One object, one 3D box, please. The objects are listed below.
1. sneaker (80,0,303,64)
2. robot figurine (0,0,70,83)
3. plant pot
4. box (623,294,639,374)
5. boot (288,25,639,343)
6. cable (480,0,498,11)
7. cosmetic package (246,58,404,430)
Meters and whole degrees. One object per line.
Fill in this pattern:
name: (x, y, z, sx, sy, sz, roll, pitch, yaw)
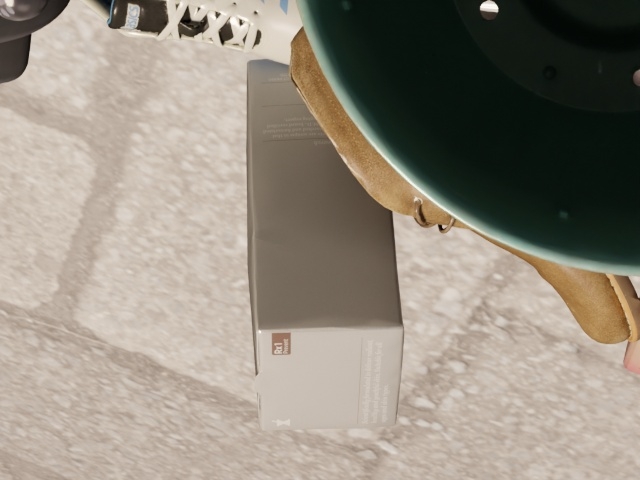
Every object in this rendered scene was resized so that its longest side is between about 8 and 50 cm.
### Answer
sneaker: (-0.090, -0.160, 1.279, 0.237, 0.086, 0.085, 20, 145, 0)
robot figurine: (-0.222, -0.227, 1.139, 0.209, 0.173, 0.278, 20, 125, 13)
plant pot: (0.140, -0.140, 0.848, 0.293, 0.293, 0.235, 20, -174, 3)
box: (0.302, 0.002, 1.247, 0.149, 0.127, 0.232, 18, 147, 8)
boot: (0.096, -0.037, 1.238, 0.305, 0.115, 0.112, 51, 177, -8)
cable: (0.094, -0.235, 1.063, 0.257, 0.089, 0.257, 35, 143, -21)
cosmetic package: (0.000, 0.000, 1.299, 0.107, 0.238, 0.127, -4, 145, -4)
